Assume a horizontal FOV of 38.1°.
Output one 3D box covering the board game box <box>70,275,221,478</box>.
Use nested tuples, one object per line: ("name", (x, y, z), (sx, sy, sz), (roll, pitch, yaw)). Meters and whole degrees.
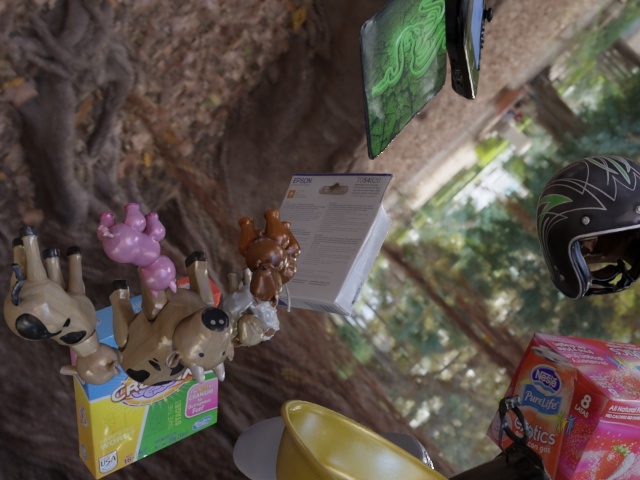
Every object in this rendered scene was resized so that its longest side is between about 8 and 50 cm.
("board game box", (-0.285, 0.225, 1.532), (0.242, 0.064, 0.317), (-22, 136, -31))

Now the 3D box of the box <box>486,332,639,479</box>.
("box", (0.318, 0.187, 0.950), (0.256, 0.122, 0.128), (10, 110, -32))

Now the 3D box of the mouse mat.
("mouse mat", (0.090, -0.189, 0.958), (0.190, 0.007, 0.153), (-49, 143, -41))

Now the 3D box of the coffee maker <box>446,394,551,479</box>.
("coffee maker", (0.104, 0.244, 0.783), (0.178, 0.171, 0.120), (-16, 162, -10))

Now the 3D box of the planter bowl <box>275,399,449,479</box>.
("planter bowl", (0.045, 0.183, 0.492), (0.090, 0.217, 0.217), (-56, 175, 1))

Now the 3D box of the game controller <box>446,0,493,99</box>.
("game controller", (0.187, -0.291, 1.182), (0.067, 0.167, 0.319), (-4, 173, 12))

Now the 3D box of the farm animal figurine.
("farm animal figurine", (-0.183, 0.093, 1.064), (0.330, 0.172, 0.327), (-6, 160, -16))

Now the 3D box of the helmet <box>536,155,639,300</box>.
("helmet", (0.337, -0.023, 1.102), (0.169, 0.169, 0.162), (-39, 132, -45))

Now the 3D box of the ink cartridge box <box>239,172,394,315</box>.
("ink cartridge box", (0.000, 0.000, 1.422), (0.223, 0.045, 0.224), (5, -117, 46))

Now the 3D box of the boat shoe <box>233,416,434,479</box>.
("boat shoe", (0.022, 0.325, 1.334), (0.306, 0.105, 0.113), (-6, -131, 24))
